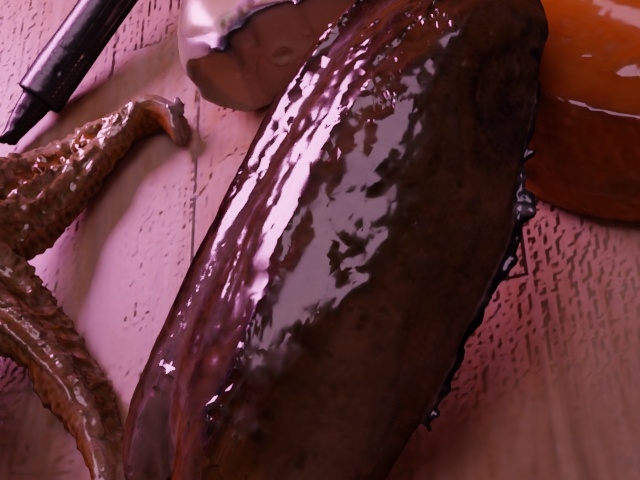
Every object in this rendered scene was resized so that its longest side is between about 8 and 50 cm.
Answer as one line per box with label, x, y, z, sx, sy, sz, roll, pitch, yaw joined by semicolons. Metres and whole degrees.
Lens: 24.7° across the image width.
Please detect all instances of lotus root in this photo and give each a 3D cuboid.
lotus root;0.000;-0.001;0.676;0.167;0.078;0.329;19;83;39

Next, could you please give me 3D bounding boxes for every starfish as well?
starfish;-0.206;-0.014;0.793;0.375;0.094;0.327;45;41;7

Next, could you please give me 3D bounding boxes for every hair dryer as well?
hair dryer;-0.121;-0.163;0.920;0.255;0.070;0.128;-57;14;-7

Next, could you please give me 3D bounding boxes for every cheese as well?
cheese;0.011;-0.189;0.892;0.163;0.071;0.249;0;54;24

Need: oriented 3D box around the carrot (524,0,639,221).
carrot;0.201;-0.133;0.742;0.307;0.100;0.258;0;59;24
